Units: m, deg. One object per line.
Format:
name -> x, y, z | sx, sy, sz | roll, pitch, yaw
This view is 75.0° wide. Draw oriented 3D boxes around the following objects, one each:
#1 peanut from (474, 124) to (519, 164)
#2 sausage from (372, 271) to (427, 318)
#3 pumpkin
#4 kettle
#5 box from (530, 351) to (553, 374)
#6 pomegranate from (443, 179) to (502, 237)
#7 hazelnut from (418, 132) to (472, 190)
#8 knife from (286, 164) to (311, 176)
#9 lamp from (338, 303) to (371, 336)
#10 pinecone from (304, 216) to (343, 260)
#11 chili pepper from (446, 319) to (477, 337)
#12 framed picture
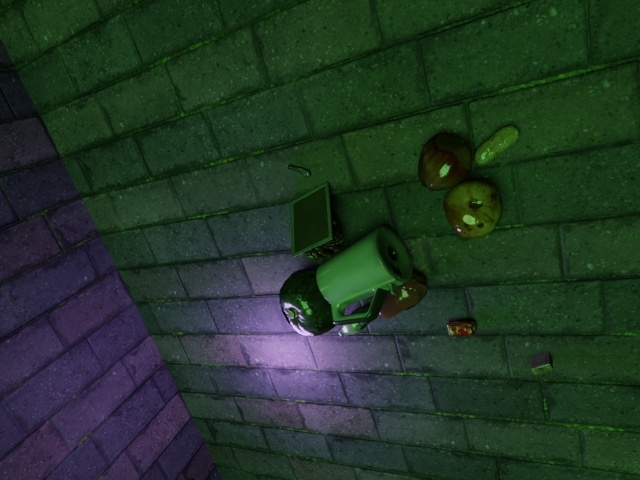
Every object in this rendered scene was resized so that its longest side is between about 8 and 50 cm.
peanut -> 0.616, -0.333, 1.470 | 0.080, 0.080, 0.174 | 46, 124, -2
sausage -> 0.350, 0.243, 1.852 | 0.152, 0.152, 0.279 | 48, 125, -4
pumpkin -> -0.052, 0.299, 2.009 | 0.328, 0.257, 0.291 | 55, 141, 2
kettle -> 0.183, 0.175, 1.796 | 0.376, 0.250, 0.361 | -31, 55, 37
box -> 0.933, 0.519, 1.758 | 0.079, 0.083, 0.035 | -34, 98, 35
pomegranate -> 0.559, -0.116, 1.541 | 0.215, 0.215, 0.216 | 11, 119, 20
hazelnut -> 0.454, -0.278, 1.518 | 0.186, 0.210, 0.210 | -10, 113, -1
knife -> -0.098, -0.312, 1.856 | 0.121, 0.018, 0.031 | 21, 120, 17
lamp -> 0.183, 0.391, 2.041 | 0.101, 0.101, 0.250 | 44, 113, -1
pinecone -> -0.002, -0.001, 1.877 | 0.168, 0.186, 0.212 | 34, 146, -19
chili pepper -> 0.628, 0.391, 1.847 | 0.123, 0.073, 0.070 | -11, 152, 32
framed picture -> -0.041, -0.091, 1.823 | 0.232, 0.297, 0.019 | -24, 145, 33
